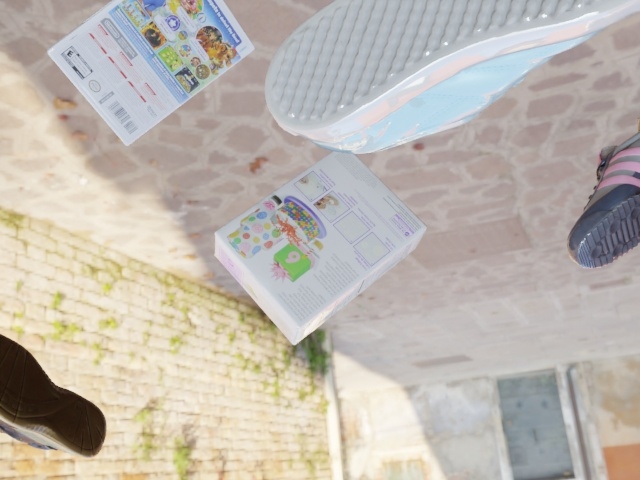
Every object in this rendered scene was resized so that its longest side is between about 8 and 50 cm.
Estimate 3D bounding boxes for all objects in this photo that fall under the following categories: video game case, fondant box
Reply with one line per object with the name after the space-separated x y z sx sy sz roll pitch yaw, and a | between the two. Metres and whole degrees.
-0.120 -0.138 0.542 0.122 0.011 0.087 -38 121 -2 | video game case
0.000 0.000 1.418 0.330 0.238 0.096 -36 164 -24 | fondant box

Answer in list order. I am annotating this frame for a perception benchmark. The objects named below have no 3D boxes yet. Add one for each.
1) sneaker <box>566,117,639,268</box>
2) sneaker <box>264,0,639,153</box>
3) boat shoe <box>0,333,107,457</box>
0.462 -0.080 1.155 0.319 0.131 0.112 -37 133 -19 | sneaker
0.137 -0.179 0.621 0.366 0.135 0.150 -20 165 21 | sneaker
-0.220 0.118 0.544 0.049 0.056 0.152 -16 132 22 | boat shoe
